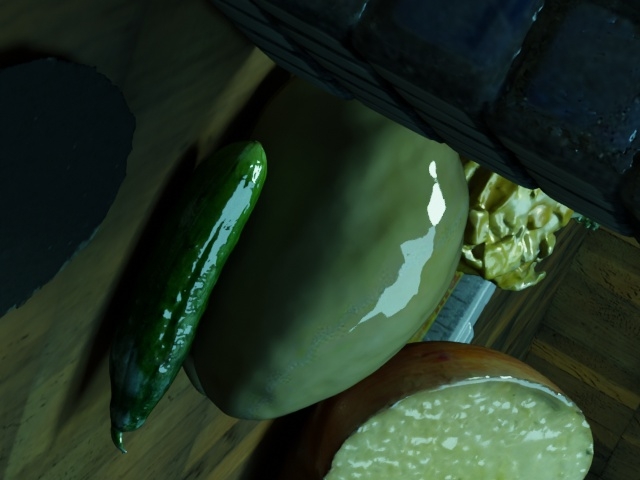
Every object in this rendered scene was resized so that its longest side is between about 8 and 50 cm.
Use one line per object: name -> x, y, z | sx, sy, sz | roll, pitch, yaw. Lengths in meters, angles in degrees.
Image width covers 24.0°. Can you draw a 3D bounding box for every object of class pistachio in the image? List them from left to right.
pistachio -> 0.000, 0.000, 0.711 | 0.185, 0.124, 0.124 | -54, 166, -9

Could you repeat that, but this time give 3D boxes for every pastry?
pastry -> 0.126, -0.095, 0.966 | 0.154, 0.102, 0.250 | 18, 97, -33

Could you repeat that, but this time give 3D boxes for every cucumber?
cucumber -> -0.067, 0.023, 0.665 | 0.155, 0.037, 0.037 | -65, 167, 12

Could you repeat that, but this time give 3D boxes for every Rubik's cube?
Rubik's cube -> 0.105, -0.135, 0.525 | 0.237, 0.237, 0.238 | -60, 167, 3

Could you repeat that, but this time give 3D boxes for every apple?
apple -> 0.063, 0.195, 1.218 | 0.251, 0.163, 0.293 | 10, 112, -30

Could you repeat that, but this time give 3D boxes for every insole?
insole -> -0.130, 0.004, 0.428 | 0.110, 0.012, 0.309 | -65, 166, 24

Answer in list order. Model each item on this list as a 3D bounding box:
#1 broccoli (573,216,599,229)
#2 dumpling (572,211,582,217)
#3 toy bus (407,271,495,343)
broccoli -> 0.284, -0.112, 1.411 | 0.226, 0.176, 0.198 | -98, -158, -45
dumpling -> 0.258, -0.130, 1.163 | 0.395, 0.233, 0.315 | -53, 160, 6
toy bus -> 0.111, 0.045, 1.316 | 0.190, 0.075, 0.064 | -60, 168, -6
